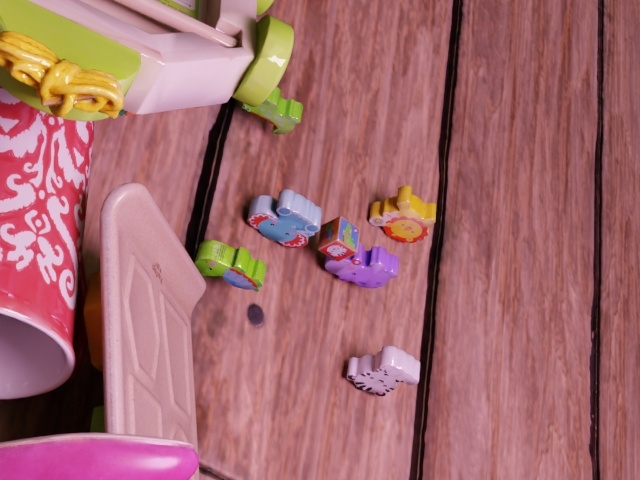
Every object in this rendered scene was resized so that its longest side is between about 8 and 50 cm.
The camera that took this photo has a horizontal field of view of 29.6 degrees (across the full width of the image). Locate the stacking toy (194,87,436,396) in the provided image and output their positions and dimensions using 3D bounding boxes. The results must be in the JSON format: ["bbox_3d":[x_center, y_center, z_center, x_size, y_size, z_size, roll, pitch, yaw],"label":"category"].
[{"bbox_3d":[0.000,0.000,0.920,0.221,0.052,0.167,34,49,-31],"label":"stacking toy"}]

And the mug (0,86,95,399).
[{"bbox_3d":[-0.186,-0.002,0.691,0.113,0.150,0.169,6,58,-7],"label":"mug"}]

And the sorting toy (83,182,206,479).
[{"bbox_3d":[-0.103,0.095,0.705,0.193,0.038,0.208,72,17,-68],"label":"sorting toy"}]

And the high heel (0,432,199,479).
[{"bbox_3d":[-0.168,0.160,0.542,0.244,0.082,0.117,-11,70,-6],"label":"high heel"}]

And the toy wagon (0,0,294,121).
[{"bbox_3d":[-0.145,-0.162,0.713,0.267,0.068,0.344,23,34,-19],"label":"toy wagon"}]
